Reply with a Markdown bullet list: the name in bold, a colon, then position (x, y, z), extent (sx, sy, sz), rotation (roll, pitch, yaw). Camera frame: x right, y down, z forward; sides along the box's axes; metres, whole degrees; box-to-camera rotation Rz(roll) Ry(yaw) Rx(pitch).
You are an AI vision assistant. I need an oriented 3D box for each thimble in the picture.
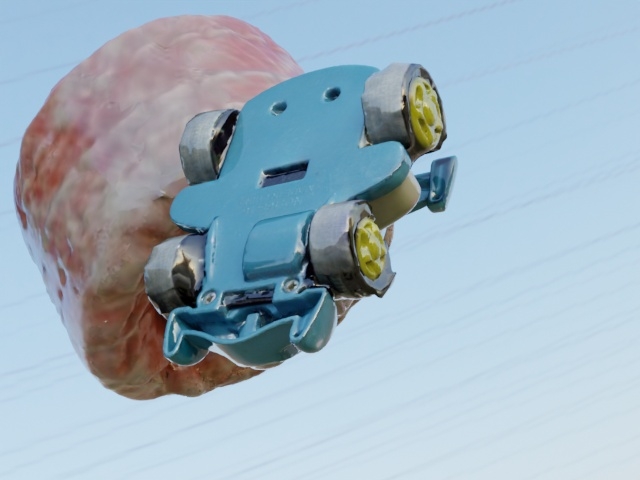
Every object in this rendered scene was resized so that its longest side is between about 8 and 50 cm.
- **thimble**: position (-0.076, -0.019, 0.643), extent (0.239, 0.162, 0.239), rotation (-25, -34, -18)

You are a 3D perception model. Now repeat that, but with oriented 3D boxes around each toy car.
- **toy car**: position (0.000, 0.000, 0.448), extent (0.126, 0.161, 0.098), rotation (-12, -42, 30)
